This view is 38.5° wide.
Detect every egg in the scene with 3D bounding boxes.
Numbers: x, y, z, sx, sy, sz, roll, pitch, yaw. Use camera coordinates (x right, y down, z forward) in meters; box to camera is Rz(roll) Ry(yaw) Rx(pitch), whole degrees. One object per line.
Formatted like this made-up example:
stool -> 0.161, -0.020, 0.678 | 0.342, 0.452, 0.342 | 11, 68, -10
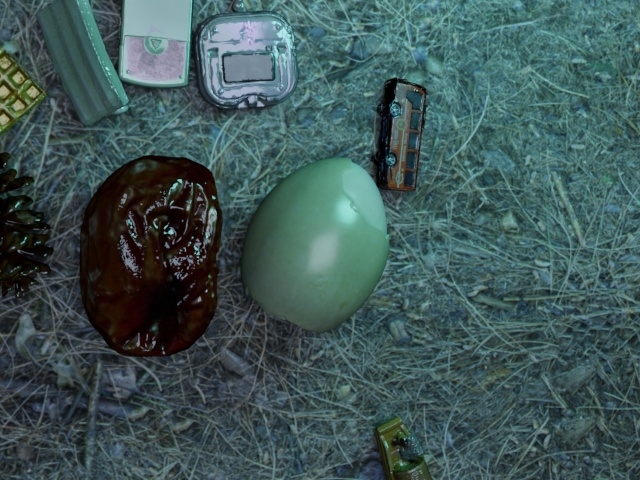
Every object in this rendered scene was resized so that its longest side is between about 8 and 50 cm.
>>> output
egg -> 0.000, 0.000, 1.801 | 0.278, 0.278, 0.336 | 28, 92, -15

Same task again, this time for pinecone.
pinecone -> -0.616, -0.032, 1.681 | 0.244, 0.244, 0.309 | -36, 117, -9

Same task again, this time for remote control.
remote control -> -0.320, -0.472, 1.800 | 0.145, 0.050, 0.344 | 4, 94, -15

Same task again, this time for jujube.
jujube -> -0.316, 0.027, 1.737 | 0.276, 0.276, 0.377 | 1, 98, -14

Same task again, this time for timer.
timer -> -0.148, -0.364, 1.845 | 0.208, 0.069, 0.191 | -9, 99, -15

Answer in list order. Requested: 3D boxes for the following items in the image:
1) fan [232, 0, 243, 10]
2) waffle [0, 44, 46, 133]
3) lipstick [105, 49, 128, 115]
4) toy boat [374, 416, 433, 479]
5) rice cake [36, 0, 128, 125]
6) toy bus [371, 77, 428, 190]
fan -> -0.137, -0.601, 1.853 | 0.057, 0.023, 0.282 | 9, 92, -24
waffle -> -0.652, -0.267, 1.730 | 0.211, 0.055, 0.160 | -42, 104, -7
lipstick -> -0.419, -0.315, 1.793 | 0.040, 0.040, 0.141 | -21, 99, -12
toy boat -> 0.203, 0.532, 1.981 | 0.089, 0.115, 0.310 | -20, 99, -12
rice cake -> -0.456, -0.345, 1.752 | 0.043, 0.127, 0.237 | -33, 103, -56
toy bus -> 0.168, -0.222, 1.940 | 0.096, 0.073, 0.235 | 6, 93, -24
